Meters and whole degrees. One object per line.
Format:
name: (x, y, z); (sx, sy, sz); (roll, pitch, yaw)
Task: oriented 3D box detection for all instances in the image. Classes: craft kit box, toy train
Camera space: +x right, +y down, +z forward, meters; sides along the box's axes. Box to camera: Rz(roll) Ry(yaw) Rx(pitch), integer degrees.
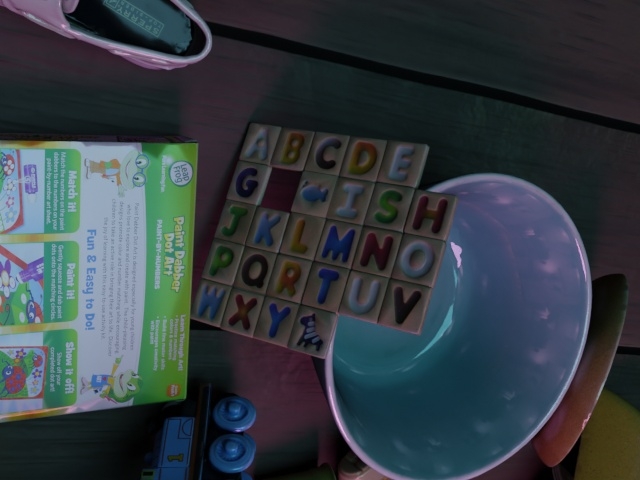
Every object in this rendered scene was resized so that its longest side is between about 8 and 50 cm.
craft kit box: (-0.234, 0.030, 0.774); (0.247, 0.061, 0.249); (-1, 103, -26)
toy train: (-0.114, 0.214, 0.823); (0.105, 0.184, 0.080); (2, 129, -3)

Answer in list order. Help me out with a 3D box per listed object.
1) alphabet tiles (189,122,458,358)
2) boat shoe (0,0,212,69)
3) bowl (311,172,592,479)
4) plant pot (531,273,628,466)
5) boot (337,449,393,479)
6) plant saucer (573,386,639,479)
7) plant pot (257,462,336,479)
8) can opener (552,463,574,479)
alphabet tiles: (0.000, 0.000, 0.779); (0.009, 0.237, 0.198); (27, 77, -54)
boat shoe: (-0.207, -0.210, 0.705); (0.267, 0.088, 0.096); (28, 88, -31)
bowl: (0.104, 0.072, 0.907); (0.312, 0.163, 0.311); (-8, 106, -28)
plant pot: (0.289, 0.143, 1.018); (0.032, 0.236, 0.236); (21, 93, 6)
boot: (0.128, 0.273, 1.035); (0.248, 0.090, 0.206); (-30, 127, -21)
plant saucer: (0.427, 0.403, 1.129); (0.333, 0.081, 0.332); (46, 50, -30)
plant pot: (-0.030, 0.280, 0.942); (0.079, 0.083, 0.083); (4, 101, -16)
can opener: (0.376, 0.394, 1.205); (0.093, 0.074, 0.280); (-35, 121, 23)
